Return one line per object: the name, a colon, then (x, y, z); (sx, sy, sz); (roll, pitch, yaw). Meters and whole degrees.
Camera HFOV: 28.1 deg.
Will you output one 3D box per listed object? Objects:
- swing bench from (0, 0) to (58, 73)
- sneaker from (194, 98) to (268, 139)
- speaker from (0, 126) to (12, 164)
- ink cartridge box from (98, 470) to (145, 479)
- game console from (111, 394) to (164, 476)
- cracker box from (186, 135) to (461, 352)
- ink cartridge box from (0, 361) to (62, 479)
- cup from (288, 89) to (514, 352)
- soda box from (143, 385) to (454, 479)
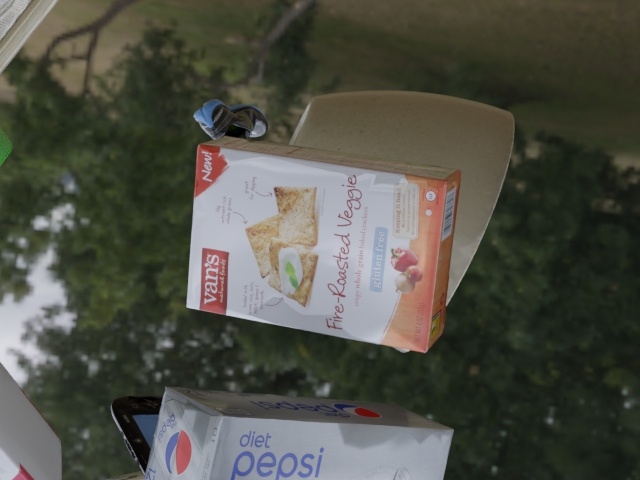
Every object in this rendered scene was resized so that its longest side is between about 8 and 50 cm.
swing bench: (-0.213, -0.239, 0.820); (0.165, 0.253, 0.255); (37, -161, -21)
sneaker: (-0.143, -0.185, 2.111); (0.067, 0.078, 0.188); (-34, 168, 21)
speaker: (-0.434, -0.142, 1.178); (0.296, 0.131, 0.131); (41, 171, -16)
ink cartridge box: (-0.309, 0.421, 2.031); (0.219, 0.093, 0.160); (-9, 175, -19)
game console: (-0.174, 0.300, 1.579); (0.213, 0.044, 0.361); (14, -158, -36)
cracker box: (0.000, 0.000, 1.147); (0.232, 0.156, 0.067); (9, -166, 17)
ink cartridge box: (-0.479, 0.261, 1.461); (0.306, 0.131, 0.226); (-19, 137, 5)
cup: (0.064, -0.057, 1.600); (0.236, 0.331, 0.331); (24, 180, -6)
soda box: (-0.013, 0.197, 1.147); (0.286, 0.098, 0.091); (12, -177, -42)
